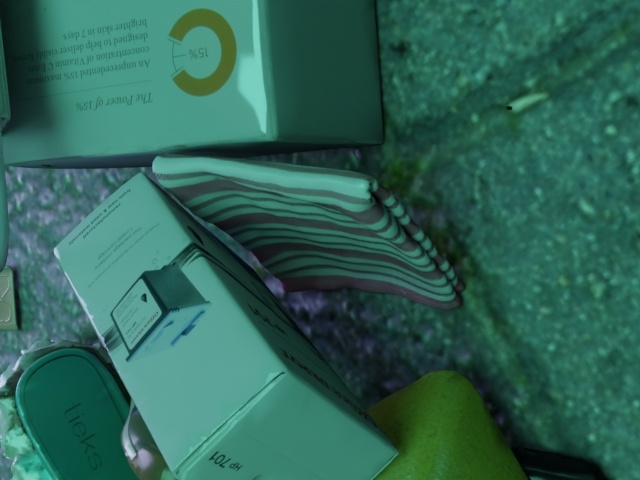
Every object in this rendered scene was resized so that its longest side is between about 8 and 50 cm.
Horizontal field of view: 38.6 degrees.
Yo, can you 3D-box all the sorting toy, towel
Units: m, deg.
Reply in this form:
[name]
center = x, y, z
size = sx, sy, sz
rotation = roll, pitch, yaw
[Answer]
[sorting toy]
center = -0.314, 0.053, 0.847
size = 0.083, 0.012, 0.062
rotation = -1, 99, 24
[towel]
center = 0.000, 0.000, 0.585
size = 0.144, 0.197, 0.029
rotation = 6, 72, 27

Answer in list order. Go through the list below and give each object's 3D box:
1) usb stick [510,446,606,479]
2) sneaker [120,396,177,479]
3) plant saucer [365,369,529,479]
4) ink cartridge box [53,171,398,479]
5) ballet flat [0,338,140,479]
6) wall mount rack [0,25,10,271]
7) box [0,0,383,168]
[usb stick]
center = 0.143, 0.278, 0.616
size = 0.077, 0.045, 0.277
rotation = 6, 97, 18
[sneaker]
center = -0.099, 0.106, 0.663
size = 0.064, 0.192, 0.086
rotation = 23, 98, -18
[plant saucer]
center = 0.024, 0.301, 0.561
size = 0.333, 0.081, 0.332
rotation = -31, 84, 8
[ink cartridge box]
center = -0.059, 0.067, 0.542
size = 0.082, 0.139, 0.190
rotation = -44, 49, 0
[ballet flat]
center = -0.141, 0.270, 0.732
size = 0.147, 0.147, 0.408
rotation = -33, 77, 26
[wall mount rack]
center = -0.295, -0.143, 0.602
size = 0.304, 0.131, 0.349
rotation = -10, 86, 61
[box]
center = -0.095, -0.228, 0.622
size = 0.215, 0.168, 0.345
rotation = -2, 93, 27
